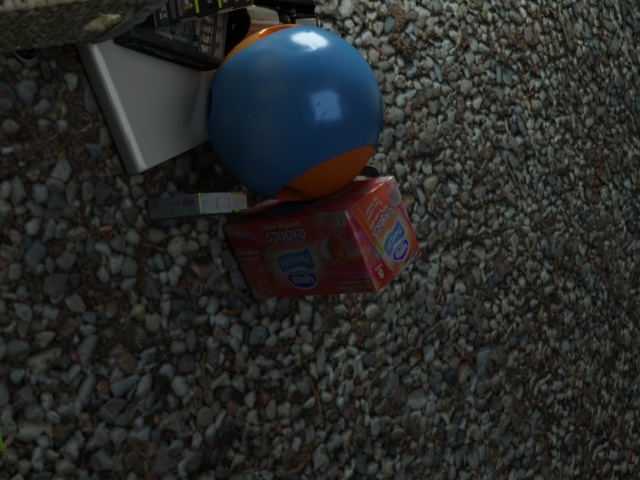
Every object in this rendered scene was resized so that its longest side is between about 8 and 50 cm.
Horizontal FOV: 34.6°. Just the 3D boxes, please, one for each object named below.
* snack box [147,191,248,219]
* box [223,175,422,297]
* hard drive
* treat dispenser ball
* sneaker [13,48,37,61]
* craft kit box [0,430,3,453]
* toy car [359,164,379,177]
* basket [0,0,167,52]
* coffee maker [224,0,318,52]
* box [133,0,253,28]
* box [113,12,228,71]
[{"bbox_3d":[-0.201,-0.057,1.671,0.100,0.141,0.037,-3,89,-44],"label":"snack box"},{"bbox_3d":[0.000,0.000,1.749,0.142,0.300,0.154,-36,112,-41],"label":"box"},{"bbox_3d":[-0.284,-0.313,1.680,0.233,0.047,0.353,-32,107,-41],"label":"hard drive"},{"bbox_3d":[-0.042,-0.207,1.671,0.288,0.288,0.288,5,83,-43],"label":"treat dispenser ball"},{"bbox_3d":[-0.455,-0.297,1.522,0.083,0.035,0.031,32,64,-37],"label":"sneaker"},{"bbox_3d":[-0.561,0.190,1.369,0.246,0.061,0.250,-8,92,-41],"label":"craft kit box"},{"bbox_3d":[0.025,-0.156,1.863,0.149,0.188,0.155,-42,115,-37],"label":"toy car"},{"bbox_3d":[-0.392,-0.434,1.365,0.266,0.328,0.331,-16,96,-30],"label":"basket"},{"bbox_3d":[-0.104,-0.417,1.810,0.178,0.120,0.171,-9,92,-44],"label":"coffee maker"},{"bbox_3d":[-0.210,-0.474,1.565,0.216,0.060,0.270,-28,119,-45],"label":"box"},{"bbox_3d":[-0.234,-0.410,1.663,0.183,0.059,0.232,11,79,-44],"label":"box"}]
